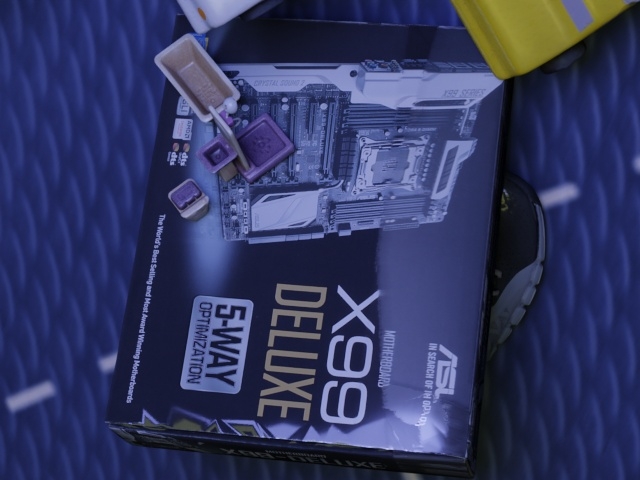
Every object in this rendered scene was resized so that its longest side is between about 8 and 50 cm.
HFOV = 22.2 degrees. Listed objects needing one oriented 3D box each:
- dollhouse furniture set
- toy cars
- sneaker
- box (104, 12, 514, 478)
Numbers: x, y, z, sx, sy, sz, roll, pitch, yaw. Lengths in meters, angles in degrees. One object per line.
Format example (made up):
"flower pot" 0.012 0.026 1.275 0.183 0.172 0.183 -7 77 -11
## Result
"dollhouse furniture set" -0.090 -0.089 1.087 0.091 0.081 0.114 -37 68 -5
"toy cars" 0.085 -0.199 1.045 0.393 0.087 0.176 7 94 -16
"sneaker" 0.099 0.067 1.171 0.086 0.132 0.229 20 108 6
"box" 0.000 0.000 1.125 0.242 0.076 0.307 5 71 11
